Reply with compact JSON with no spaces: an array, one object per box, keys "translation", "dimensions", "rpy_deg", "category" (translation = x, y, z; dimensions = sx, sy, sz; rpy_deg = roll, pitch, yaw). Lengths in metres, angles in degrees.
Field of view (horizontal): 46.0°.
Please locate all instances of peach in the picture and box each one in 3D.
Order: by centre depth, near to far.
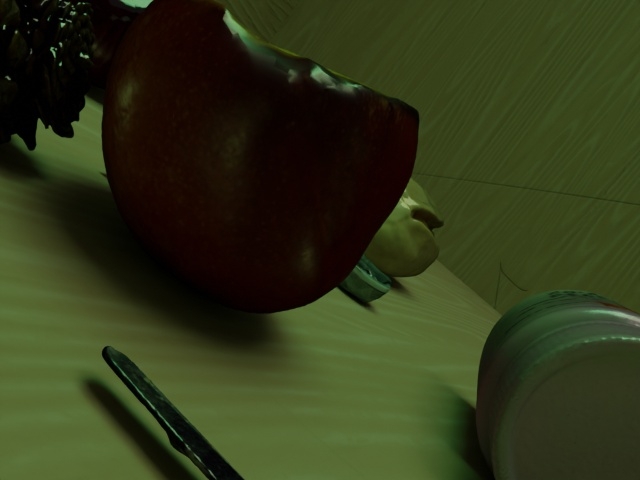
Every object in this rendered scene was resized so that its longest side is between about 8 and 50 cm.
[{"translation":[-0.046,-0.066,0.584],"dimensions":[0.248,0.246,0.274],"rpy_deg":[-2,-2,3],"category":"peach"}]

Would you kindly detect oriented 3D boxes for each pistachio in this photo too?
[{"translation":[0.129,-0.024,1.407],"dimensions":[0.187,0.187,0.299],"rpy_deg":[43,3,28],"category":"pistachio"}]

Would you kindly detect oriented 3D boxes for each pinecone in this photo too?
[{"translation":[-0.230,-0.136,0.551],"dimensions":[0.120,0.140,0.140],"rpy_deg":[13,8,2],"category":"pinecone"}]

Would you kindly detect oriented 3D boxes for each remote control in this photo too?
[{"translation":[0.000,0.000,1.087],"dimensions":[0.247,0.052,0.104],"rpy_deg":[42,10,20],"category":"remote control"}]

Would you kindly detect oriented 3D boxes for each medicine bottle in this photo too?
[{"translation":[0.268,0.166,0.762],"dimensions":[0.219,0.219,0.388],"rpy_deg":[40,8,10],"category":"medicine bottle"}]

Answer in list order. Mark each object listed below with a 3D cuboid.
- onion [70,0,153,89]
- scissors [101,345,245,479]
[{"translation":[-0.273,-0.340,0.989],"dimensions":[0.273,0.285,0.273],"rpy_deg":[24,50,-31],"category":"onion"},{"translation":[0.006,0.157,0.330],"dimensions":[0.317,0.024,0.160],"rpy_deg":[42,10,17],"category":"scissors"}]
